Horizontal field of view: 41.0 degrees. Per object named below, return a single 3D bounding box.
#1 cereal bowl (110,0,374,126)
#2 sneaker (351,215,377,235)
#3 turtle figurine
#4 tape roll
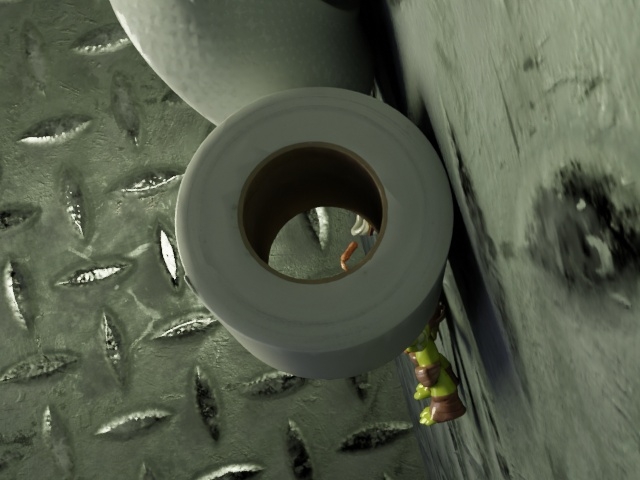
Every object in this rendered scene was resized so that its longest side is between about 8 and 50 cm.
[{"bbox_3d":[-0.061,-0.265,0.947,0.339,0.141,0.339,32,-145,-26],"label":"cereal bowl"},{"bbox_3d":[0.057,-0.091,1.150,0.069,0.084,0.185,-105,-1,-71],"label":"sneaker"},{"bbox_3d":[0.109,0.097,1.030,0.269,0.087,0.217,-133,19,-72],"label":"turtle figurine"},{"bbox_3d":[0.000,0.000,0.812,0.169,0.246,0.246,77,178,-72],"label":"tape roll"}]
